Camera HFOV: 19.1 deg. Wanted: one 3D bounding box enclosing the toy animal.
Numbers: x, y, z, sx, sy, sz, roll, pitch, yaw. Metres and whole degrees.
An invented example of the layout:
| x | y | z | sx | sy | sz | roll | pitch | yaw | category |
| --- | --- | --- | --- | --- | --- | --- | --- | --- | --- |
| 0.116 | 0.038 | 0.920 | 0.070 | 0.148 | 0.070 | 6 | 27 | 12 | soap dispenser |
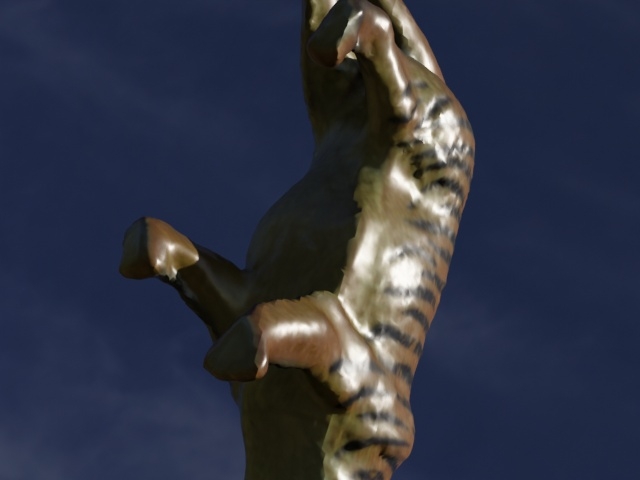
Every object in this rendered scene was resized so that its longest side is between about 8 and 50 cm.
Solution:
| x | y | z | sx | sy | sz | roll | pitch | yaw | category |
| --- | --- | --- | --- | --- | --- | --- | --- | --- | --- |
| 0.000 | 0.000 | 0.531 | 0.057 | 0.241 | 0.099 | -4 | -33 | 32 | toy animal |
